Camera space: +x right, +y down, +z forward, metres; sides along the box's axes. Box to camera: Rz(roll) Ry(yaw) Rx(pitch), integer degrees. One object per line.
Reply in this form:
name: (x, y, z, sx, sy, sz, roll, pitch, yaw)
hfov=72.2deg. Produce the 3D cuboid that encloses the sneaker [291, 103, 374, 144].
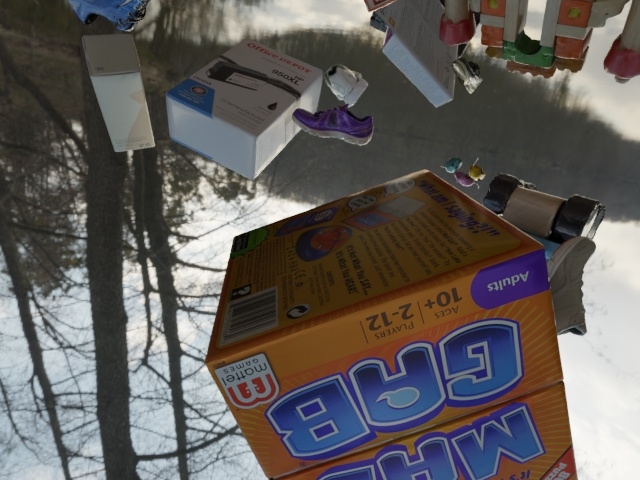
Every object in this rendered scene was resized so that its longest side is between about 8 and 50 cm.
sneaker: (0.027, -0.251, 0.901, 0.170, 0.071, 0.068, 11, -147, -2)

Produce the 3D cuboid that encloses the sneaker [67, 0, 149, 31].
sneaker: (-0.414, -0.555, 0.978, 0.331, 0.147, 0.129, -1, -146, 16)

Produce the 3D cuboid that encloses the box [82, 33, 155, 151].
box: (-0.557, -0.403, 1.232, 0.121, 0.147, 0.311, -13, 160, -19)

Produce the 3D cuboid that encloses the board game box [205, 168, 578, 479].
board game box: (0.089, 0.149, 0.654, 0.357, 0.356, 0.356, -20, -158, 2)

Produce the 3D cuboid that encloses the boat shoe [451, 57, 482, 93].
boat shoe: (0.350, -0.400, 1.038, 0.056, 0.049, 0.152, 53, -162, 17)

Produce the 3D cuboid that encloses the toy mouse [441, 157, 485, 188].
toy mouse: (0.407, -0.196, 1.278, 0.143, 0.031, 0.161, 22, 168, 41)

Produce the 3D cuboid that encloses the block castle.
block castle: (0.517, -0.523, 0.953, 0.454, 0.303, 0.212, 27, 161, 30)

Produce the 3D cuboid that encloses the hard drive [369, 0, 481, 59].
hard drive: (0.371, -0.776, 1.508, 0.339, 0.236, 0.064, 28, 172, 7)

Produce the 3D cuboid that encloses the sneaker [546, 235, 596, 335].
sneaker: (0.458, 0.114, 0.825, 0.121, 0.262, 0.099, 35, 173, 34)

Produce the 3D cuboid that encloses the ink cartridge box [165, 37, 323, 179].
ink cartridge box: (-0.209, -0.403, 1.294, 0.286, 0.166, 0.394, 27, -128, 9)

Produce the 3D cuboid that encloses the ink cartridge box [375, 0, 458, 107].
ink cartridge box: (0.259, -0.586, 1.204, 0.330, 0.323, 0.072, 33, 146, -30)

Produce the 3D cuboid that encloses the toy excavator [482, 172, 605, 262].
toy excavator: (0.532, 0.080, 1.151, 0.222, 0.444, 0.433, 28, -163, 35)

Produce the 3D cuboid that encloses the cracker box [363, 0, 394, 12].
cracker box: (0.050, -0.435, 0.548, 0.067, 0.232, 0.155, -14, -138, 24)

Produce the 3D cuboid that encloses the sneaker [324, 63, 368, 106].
sneaker: (0.068, -0.522, 1.422, 0.118, 0.110, 0.292, 33, -165, -19)
